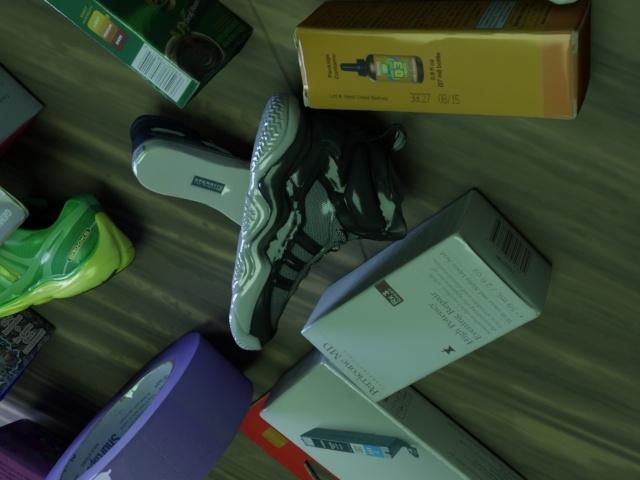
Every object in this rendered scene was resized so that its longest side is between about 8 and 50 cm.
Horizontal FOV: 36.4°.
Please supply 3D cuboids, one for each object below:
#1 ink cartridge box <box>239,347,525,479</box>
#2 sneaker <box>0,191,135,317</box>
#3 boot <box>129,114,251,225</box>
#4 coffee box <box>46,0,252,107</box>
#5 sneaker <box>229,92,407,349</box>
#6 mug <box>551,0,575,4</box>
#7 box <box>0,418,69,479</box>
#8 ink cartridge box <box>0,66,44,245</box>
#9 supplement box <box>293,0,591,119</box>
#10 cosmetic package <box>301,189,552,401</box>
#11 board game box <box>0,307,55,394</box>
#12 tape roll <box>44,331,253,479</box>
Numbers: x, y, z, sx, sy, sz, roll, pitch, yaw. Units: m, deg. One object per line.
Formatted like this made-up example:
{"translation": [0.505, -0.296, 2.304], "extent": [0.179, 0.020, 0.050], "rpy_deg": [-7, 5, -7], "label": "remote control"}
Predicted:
{"translation": [0.054, 0.273, 1.161], "extent": [0.296, 0.066, 0.261], "rpy_deg": [40, 131, -7], "label": "ink cartridge box"}
{"translation": [-0.338, 0.013, 1.136], "extent": [0.295, 0.109, 0.124], "rpy_deg": [-17, 100, 32], "label": "sneaker"}
{"translation": [-0.099, -0.071, 0.974], "extent": [0.190, 0.086, 0.069], "rpy_deg": [22, 116, -28], "label": "boot"}
{"translation": [-0.162, -0.209, 0.860], "extent": [0.184, 0.113, 0.040], "rpy_deg": [39, 133, -5], "label": "coffee box"}
{"translation": [0.000, 0.000, 0.917], "extent": [0.153, 0.101, 0.269], "rpy_deg": [9, 120, -5], "label": "sneaker"}
{"translation": [0.178, -0.215, 0.731], "extent": [0.064, 0.062, 0.078], "rpy_deg": [30, 139, -10], "label": "mug"}
{"translation": [-0.369, 0.352, 1.303], "extent": [0.213, 0.117, 0.243], "rpy_deg": [32, 173, 0], "label": "box"}
{"translation": [-0.457, -0.084, 1.084], "extent": [0.272, 0.130, 0.309], "rpy_deg": [45, 131, -13], "label": "ink cartridge box"}
{"translation": [0.100, -0.153, 0.804], "extent": [0.233, 0.080, 0.078], "rpy_deg": [5, 126, 20], "label": "supplement box"}
{"translation": [0.101, 0.061, 0.963], "extent": [0.117, 0.085, 0.231], "rpy_deg": [44, 130, -10], "label": "cosmetic package"}
{"translation": [-0.538, 0.123, 1.273], "extent": [0.291, 0.141, 0.232], "rpy_deg": [40, 131, -8], "label": "board game box"}
{"translation": [-0.203, 0.234, 1.111], "extent": [0.090, 0.275, 0.275], "rpy_deg": [46, 131, -11], "label": "tape roll"}
